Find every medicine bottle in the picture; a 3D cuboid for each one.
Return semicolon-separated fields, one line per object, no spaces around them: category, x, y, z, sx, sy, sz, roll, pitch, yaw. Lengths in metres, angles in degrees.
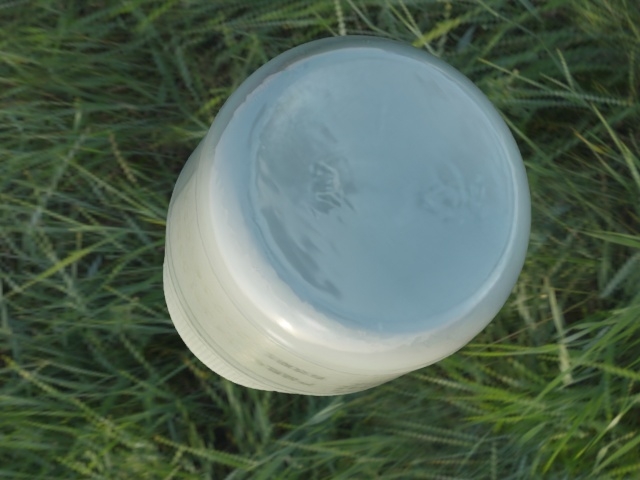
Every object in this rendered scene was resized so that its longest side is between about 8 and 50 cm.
medicine bottle;0.000;0.000;1.019;0.245;0.306;0.245;5;75;-17
